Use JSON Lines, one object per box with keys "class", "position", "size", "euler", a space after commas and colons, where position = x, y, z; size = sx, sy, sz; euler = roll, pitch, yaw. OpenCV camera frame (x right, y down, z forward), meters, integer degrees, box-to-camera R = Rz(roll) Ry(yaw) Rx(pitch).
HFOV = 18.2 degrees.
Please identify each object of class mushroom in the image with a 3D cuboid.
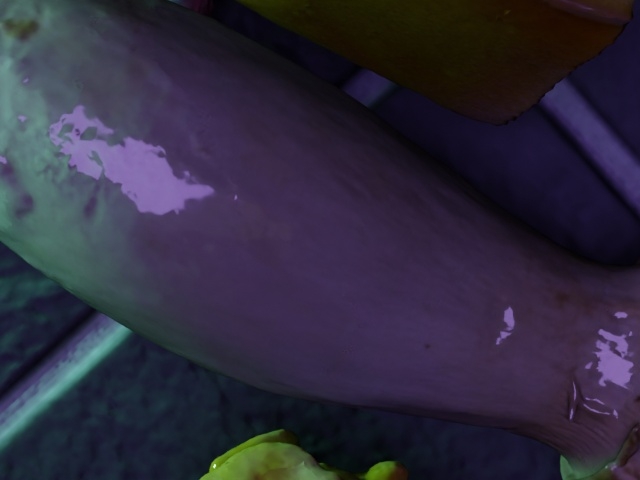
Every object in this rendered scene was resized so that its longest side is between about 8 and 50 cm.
{"class": "mushroom", "position": [0.000, 0.000, 0.782], "size": [0.350, 0.128, 0.128], "euler": [22, 100, -6]}

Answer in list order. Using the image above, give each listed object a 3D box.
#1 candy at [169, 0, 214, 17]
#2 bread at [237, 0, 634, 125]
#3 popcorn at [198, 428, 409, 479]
{"class": "candy", "position": [-0.093, -0.107, 0.826], "size": [0.103, 0.043, 0.103], "euler": [1, 101, 8]}
{"class": "bread", "position": [-0.060, -0.162, 0.730], "size": [0.361, 0.138, 0.077], "euler": [27, 73, -9]}
{"class": "popcorn", "position": [-0.009, 0.157, 0.803], "size": [0.152, 0.148, 0.167], "euler": [-7, 114, 38]}
